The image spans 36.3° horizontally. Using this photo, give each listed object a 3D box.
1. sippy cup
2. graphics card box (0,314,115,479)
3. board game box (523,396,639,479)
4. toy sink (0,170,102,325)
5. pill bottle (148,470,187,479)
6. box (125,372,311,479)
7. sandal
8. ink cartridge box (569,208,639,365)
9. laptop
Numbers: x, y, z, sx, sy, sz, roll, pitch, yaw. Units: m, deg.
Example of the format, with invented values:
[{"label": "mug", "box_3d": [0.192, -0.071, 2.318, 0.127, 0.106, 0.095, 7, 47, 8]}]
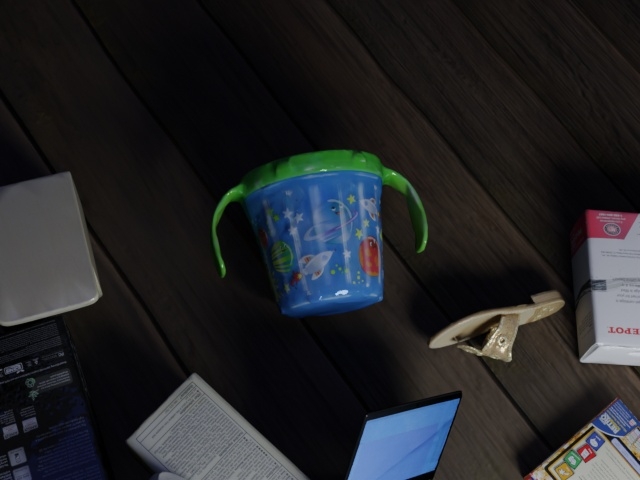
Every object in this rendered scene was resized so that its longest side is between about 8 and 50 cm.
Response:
[{"label": "sippy cup", "box_3d": [0.000, 0.000, 1.527, 0.305, 0.240, 0.224, -15, 76, 23]}, {"label": "graphics card box", "box_3d": [-0.430, 0.316, 1.412, 0.232, 0.094, 0.371, -19, 70, -13]}, {"label": "board game box", "box_3d": [0.431, 0.357, 1.487, 0.193, 0.045, 0.147, -34, 73, -17]}, {"label": "toy sink", "box_3d": [-0.431, 0.035, 1.517, 0.152, 0.131, 0.234, -15, 64, -11]}, {"label": "pill bottle", "box_3d": [-0.230, 0.419, 1.279, 0.117, 0.117, 0.208, 37, 92, 11]}, {"label": "box", "box_3d": [-0.118, 0.355, 1.404, 0.311, 0.121, 0.148, 42, 70, 13]}, {"label": "sandal", "box_3d": [0.294, 0.151, 1.545, 0.240, 0.088, 0.079, -17, 63, -17]}, {"label": "ink cartridge box", "box_3d": [0.507, 0.080, 1.585, 0.171, 0.100, 0.237, 4, 65, -3]}, {"label": "laptop", "box_3d": [0.146, 0.369, 1.350, 0.234, 0.136, 0.264, -2, 60, -48]}]
